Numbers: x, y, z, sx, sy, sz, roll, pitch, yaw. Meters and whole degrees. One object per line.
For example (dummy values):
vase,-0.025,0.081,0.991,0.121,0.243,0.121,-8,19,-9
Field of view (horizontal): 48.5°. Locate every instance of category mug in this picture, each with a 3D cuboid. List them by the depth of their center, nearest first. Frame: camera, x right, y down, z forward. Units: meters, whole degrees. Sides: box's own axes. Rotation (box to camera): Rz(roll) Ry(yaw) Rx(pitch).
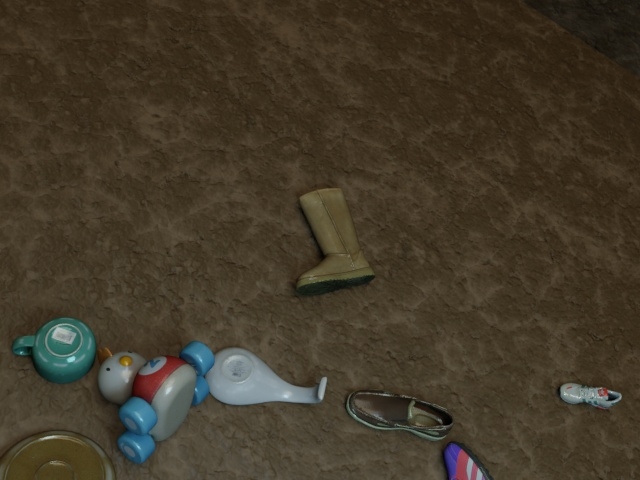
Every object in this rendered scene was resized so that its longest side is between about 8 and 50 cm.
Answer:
mug,-0.554,0.232,1.499,0.158,0.097,0.129,-24,71,-29

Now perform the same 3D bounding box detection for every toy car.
toy car,-0.384,0.289,1.478,0.238,0.210,0.219,30,45,15

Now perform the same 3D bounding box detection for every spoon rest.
spoon rest,-0.127,0.323,1.619,0.277,0.084,0.137,12,56,4

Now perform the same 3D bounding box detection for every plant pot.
plant pot,-0.516,0.468,1.380,0.237,0.032,0.236,14,42,-13

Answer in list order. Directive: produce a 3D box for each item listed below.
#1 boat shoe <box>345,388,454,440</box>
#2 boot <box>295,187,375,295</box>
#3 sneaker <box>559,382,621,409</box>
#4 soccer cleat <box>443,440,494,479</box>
boat shoe,0.192,0.396,1.664,0.258,0.095,0.095,14,58,-11
boot,0.000,0.000,1.837,0.236,0.089,0.269,-6,63,-34
sneaker,0.705,0.397,1.852,0.162,0.075,0.057,15,58,-11
soccer cleat,0.345,0.611,1.592,0.117,0.108,0.318,-18,71,-22
